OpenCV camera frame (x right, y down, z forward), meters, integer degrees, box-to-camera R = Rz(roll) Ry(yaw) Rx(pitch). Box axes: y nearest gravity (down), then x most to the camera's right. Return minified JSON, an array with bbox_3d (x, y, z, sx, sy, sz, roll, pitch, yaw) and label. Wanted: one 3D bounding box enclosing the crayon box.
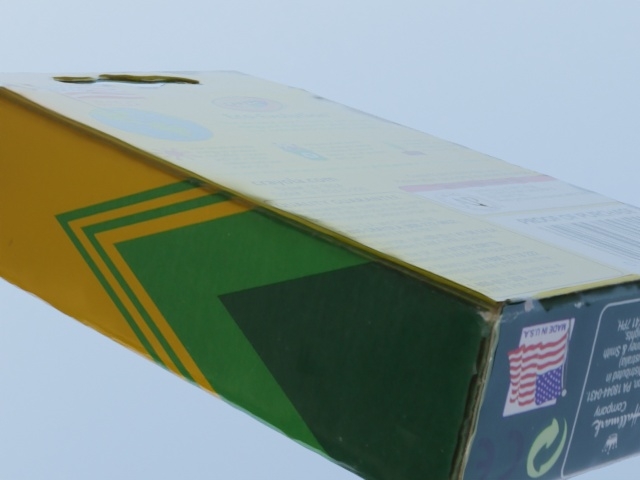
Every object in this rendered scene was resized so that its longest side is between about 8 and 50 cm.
[{"bbox_3d":[0.000,0.000,0.660,0.318,0.202,0.081,24,-70,39],"label":"crayon box"}]
